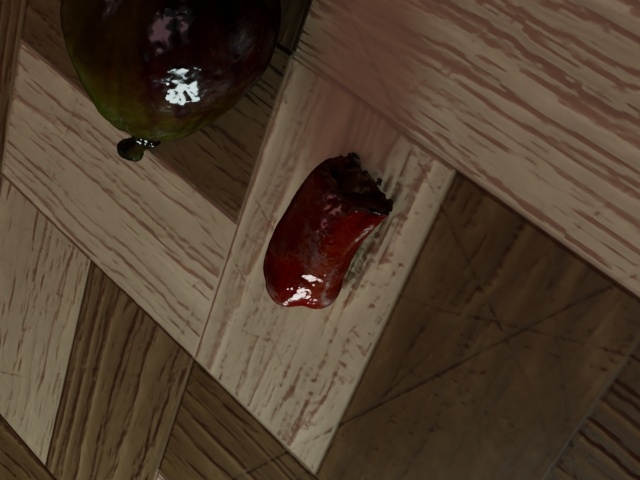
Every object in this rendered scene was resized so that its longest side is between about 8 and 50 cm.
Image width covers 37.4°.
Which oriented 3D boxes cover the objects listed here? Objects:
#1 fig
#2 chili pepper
[{"bbox_3d":[-0.131,-0.141,0.751,0.170,0.145,0.274,48,144,13],"label":"fig"},{"bbox_3d":[0.000,0.000,0.722,0.073,0.070,0.123,34,124,8],"label":"chili pepper"}]
